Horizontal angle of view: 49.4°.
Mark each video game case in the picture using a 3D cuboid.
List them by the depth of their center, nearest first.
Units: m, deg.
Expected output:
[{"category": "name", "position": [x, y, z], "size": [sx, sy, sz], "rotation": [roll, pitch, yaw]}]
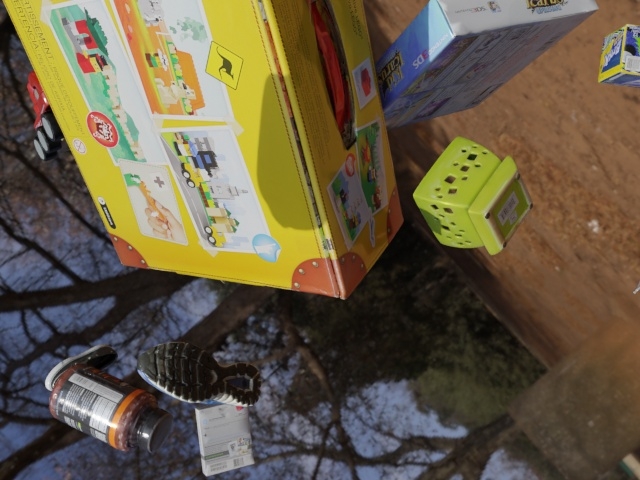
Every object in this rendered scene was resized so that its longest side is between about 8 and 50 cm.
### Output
[{"category": "video game case", "position": [0.185, -0.242, 0.934], "size": [0.061, 0.245, 0.269], "rotation": [66, 152, 8]}]

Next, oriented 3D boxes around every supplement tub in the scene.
[{"category": "supplement tub", "position": [-0.352, 0.290, 1.185], "size": [0.198, 0.105, 0.106], "rotation": [19, -178, 17]}]

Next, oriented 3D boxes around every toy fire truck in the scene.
[{"category": "toy fire truck", "position": [-0.532, -0.317, 1.412], "size": [0.217, 0.159, 0.246], "rotation": [-21, 97, 61]}]

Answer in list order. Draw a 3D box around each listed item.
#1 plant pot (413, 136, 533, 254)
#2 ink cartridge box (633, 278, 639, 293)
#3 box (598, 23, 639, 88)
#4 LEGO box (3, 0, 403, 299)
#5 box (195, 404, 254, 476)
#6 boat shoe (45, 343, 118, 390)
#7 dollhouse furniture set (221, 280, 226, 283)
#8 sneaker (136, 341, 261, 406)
[{"category": "plant pot", "position": [0.417, -0.108, 1.842], "size": [0.207, 0.228, 0.227], "rotation": [24, 160, 44]}, {"category": "ink cartridge box", "position": [0.653, -0.004, 1.218], "size": [0.045, 0.224, 0.223], "rotation": [40, -149, 16]}, {"category": "box", "position": [0.400, -0.193, 0.762], "size": [0.169, 0.054, 0.059], "rotation": [8, -179, -2]}, {"category": "LEGO box", "position": [-0.139, -0.199, 0.843], "size": [0.193, 0.373, 0.499], "rotation": [-50, -44, -44]}, {"category": "box", "position": [-0.267, 0.548, 1.950], "size": [0.038, 0.145, 0.186], "rotation": [-1, 96, 64]}, {"category": "boat shoe", "position": [-0.449, 0.240, 1.316], "size": [0.040, 0.142, 0.049], "rotation": [17, 125, 36]}, {"category": "dollhouse furniture set", "position": [-0.350, -0.027, 2.063], "size": [0.212, 0.161, 0.242], "rotation": [29, 164, 27]}, {"category": "sneaker", "position": [-0.292, 0.323, 1.597], "size": [0.330, 0.147, 0.129], "rotation": [31, -126, -45]}]
